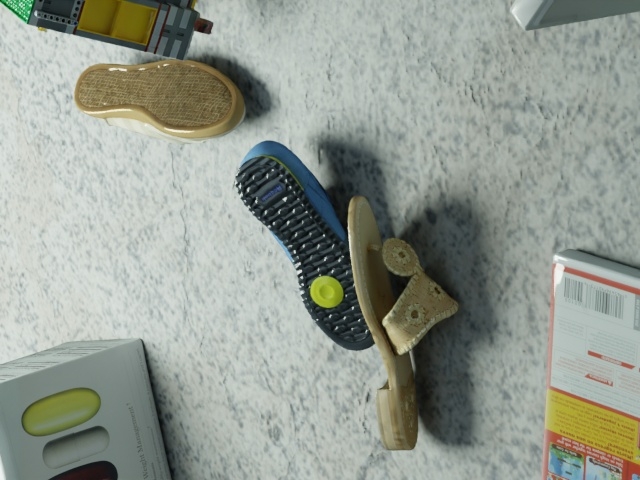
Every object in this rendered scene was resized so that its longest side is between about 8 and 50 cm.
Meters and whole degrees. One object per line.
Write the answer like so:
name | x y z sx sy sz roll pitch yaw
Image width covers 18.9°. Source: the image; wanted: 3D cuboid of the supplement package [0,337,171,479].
supplement package | -0.288 0.221 2.014 0.149 0.203 0.194 -7 97 49

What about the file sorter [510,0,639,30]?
file sorter | 0.222 -0.275 1.236 0.173 0.278 0.193 54 135 24

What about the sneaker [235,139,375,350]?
sneaker | 0.000 0.000 1.742 0.069 0.082 0.209 -29 98 21

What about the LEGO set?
LEGO set | -0.201 -0.306 1.803 0.331 0.192 0.254 24 102 57

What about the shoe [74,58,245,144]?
shoe | -0.147 -0.135 1.863 0.219 0.058 0.076 13 81 41

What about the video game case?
video game case | 0.262 0.166 1.526 0.204 0.025 0.285 19 116 43

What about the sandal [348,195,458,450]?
sandal | 0.084 0.070 1.673 0.079 0.088 0.240 -3 110 17
